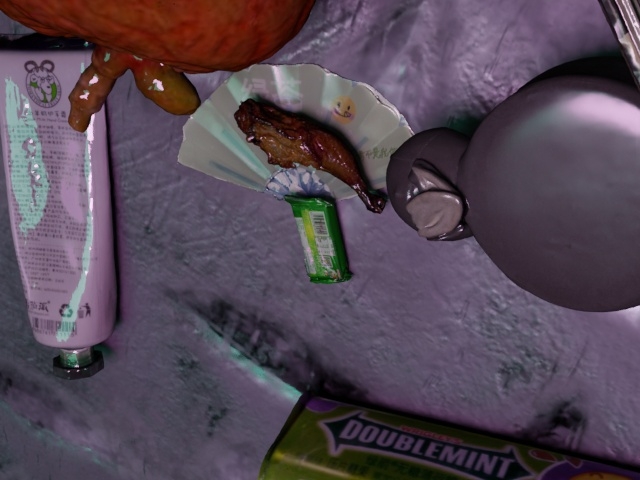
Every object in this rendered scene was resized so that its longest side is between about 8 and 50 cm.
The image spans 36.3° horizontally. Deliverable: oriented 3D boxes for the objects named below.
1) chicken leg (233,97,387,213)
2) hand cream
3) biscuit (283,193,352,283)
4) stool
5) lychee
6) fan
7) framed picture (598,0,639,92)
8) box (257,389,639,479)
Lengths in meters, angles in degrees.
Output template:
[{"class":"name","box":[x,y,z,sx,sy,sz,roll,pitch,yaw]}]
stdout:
[{"class":"chicken leg","box":[-0.009,-0.070,0.787,0.145,0.037,0.062,28,142,15]},{"class":"hand cream","box":[-0.246,-0.030,0.927,0.121,0.076,0.336,5,109,19]},{"class":"biscuit","box":[0.000,0.000,0.834,0.046,0.016,0.089,2,119,30]},{"class":"stool","box":[0.164,-0.054,0.654,0.228,0.139,0.153,21,121,18]},{"class":"lychee","box":[-0.118,-0.212,0.658,0.255,0.255,0.300,18,98,18]},{"class":"fan","box":[-0.025,-0.084,0.816,0.240,0.009,0.131,3,112,26]},{"class":"framed picture","box":[0.303,-0.117,0.547,0.252,0.014,0.197,-28,101,0]},{"class":"box","box":[0.124,0.219,0.811,0.345,0.134,0.097,10,122,23]}]
